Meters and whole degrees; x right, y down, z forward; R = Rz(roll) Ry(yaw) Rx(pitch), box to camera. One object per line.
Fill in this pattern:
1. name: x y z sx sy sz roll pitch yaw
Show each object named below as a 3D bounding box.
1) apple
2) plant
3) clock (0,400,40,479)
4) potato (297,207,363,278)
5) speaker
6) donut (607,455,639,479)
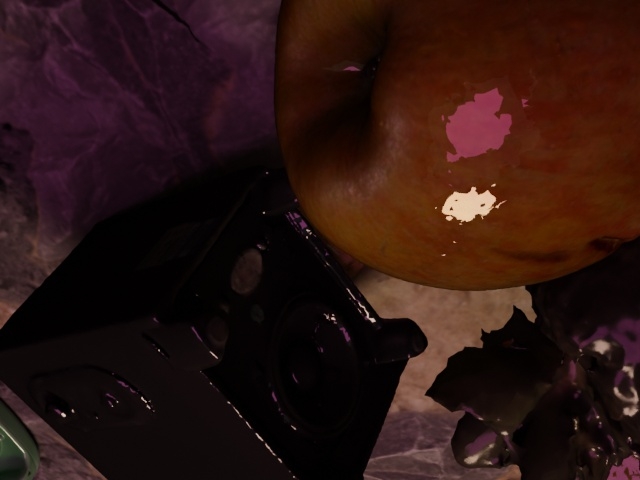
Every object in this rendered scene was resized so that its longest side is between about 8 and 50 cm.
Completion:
1. apple: 0.091 -0.097 0.463 0.264 0.264 0.265 3 124 5
2. plant: 0.234 0.081 0.590 0.312 0.213 0.215 -41 92 25
3. clock: -0.419 0.207 0.855 0.159 0.066 0.211 -15 120 16
4. potato: 0.000 0.000 0.671 0.083 0.062 0.068 39 105 6
5. speaker: -0.085 0.098 0.632 0.253 0.184 0.232 -14 123 39
6. donut: 0.335 0.245 0.717 0.271 0.107 0.272 2 97 19
